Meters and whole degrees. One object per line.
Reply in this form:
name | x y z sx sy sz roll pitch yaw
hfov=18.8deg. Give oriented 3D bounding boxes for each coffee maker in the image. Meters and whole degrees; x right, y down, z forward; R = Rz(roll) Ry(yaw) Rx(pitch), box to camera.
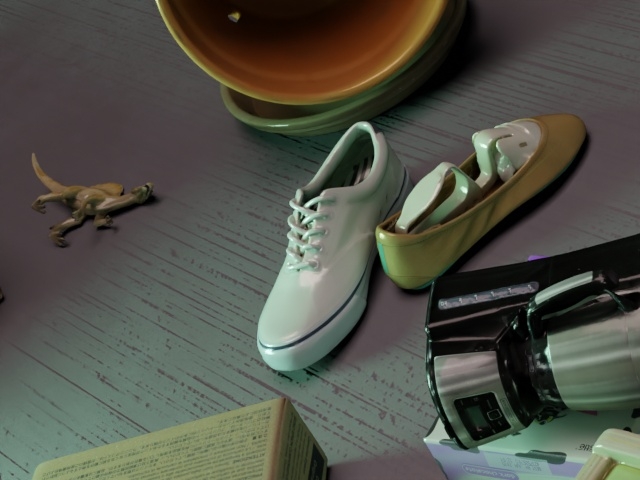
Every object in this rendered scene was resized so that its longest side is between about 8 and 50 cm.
coffee maker | 0.175 0.063 1.363 0.178 0.120 0.171 -12 15 22

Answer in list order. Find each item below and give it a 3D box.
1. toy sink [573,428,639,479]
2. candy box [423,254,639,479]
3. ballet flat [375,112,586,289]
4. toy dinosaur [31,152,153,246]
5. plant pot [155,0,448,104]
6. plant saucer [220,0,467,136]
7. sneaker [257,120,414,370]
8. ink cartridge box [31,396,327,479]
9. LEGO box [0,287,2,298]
toy sink | 0.231 0.212 1.223 0.153 0.131 0.234 14 53 45
candy box | 0.196 0.106 1.437 0.165 0.070 0.196 3 47 39
ballet flat | 0.140 -0.051 1.677 0.232 0.073 0.080 -43 36 -18
toy dinosaur | -0.251 -0.040 1.998 0.183 0.053 0.092 11 36 36
plant pot | -0.028 -0.295 1.889 0.291 0.291 0.203 -30 18 2
plant saucer | 0.028 -0.198 1.979 0.278 0.041 0.278 -21 35 15
sneaker | 0.000 0.000 1.702 0.094 0.091 0.258 -6 41 32
ink cartridge box | -0.120 0.240 1.493 0.235 0.088 0.193 -16 38 20
LEGO box | -0.626 0.043 2.034 0.372 0.193 0.500 -43 36 -17
